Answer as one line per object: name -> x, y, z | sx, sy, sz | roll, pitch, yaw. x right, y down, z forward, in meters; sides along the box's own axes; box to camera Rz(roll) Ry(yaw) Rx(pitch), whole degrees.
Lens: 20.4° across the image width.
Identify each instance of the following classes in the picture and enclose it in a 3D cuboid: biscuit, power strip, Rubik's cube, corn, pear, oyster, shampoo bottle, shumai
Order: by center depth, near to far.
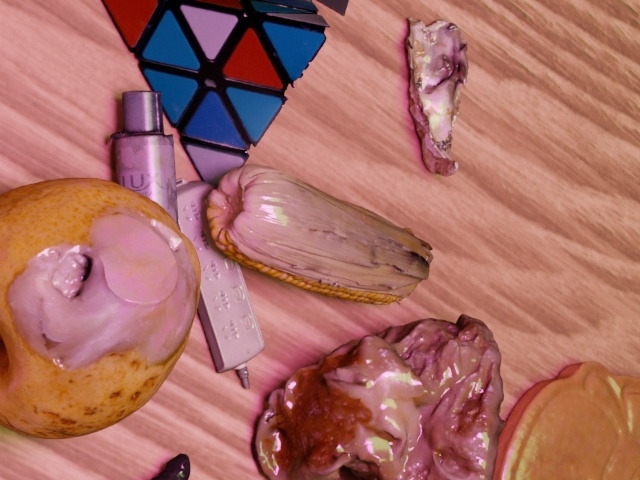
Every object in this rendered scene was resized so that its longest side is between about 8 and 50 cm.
pear -> -0.246, 0.063, 1.771 | 0.271, 0.271, 0.271 | 3, 86, -38
shampoo bottle -> -0.188, -0.054, 1.919 | 0.072, 0.072, 0.214 | -3, 89, -38
Rubik's cube -> -0.132, -0.160, 1.968 | 0.250, 0.284, 0.234 | 5, 107, -13
power strip -> -0.117, 0.051, 1.992 | 0.060, 0.027, 0.253 | -25, 102, -36
corn -> 0.003, -0.004, 2.014 | 0.305, 0.123, 0.122 | 19, 69, -46
shumai -> 0.062, 0.201, 2.056 | 0.262, 0.267, 0.314 | 15, 46, -7
oyster -> 0.135, -0.185, 2.199 | 0.106, 0.061, 0.200 | 19, 72, -17
biscuit -> 0.361, 0.322, 2.331 | 0.351, 0.057, 0.312 | 20, 76, -35

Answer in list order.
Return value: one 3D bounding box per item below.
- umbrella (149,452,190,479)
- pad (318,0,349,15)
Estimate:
umbrella -> -0.226, 0.299, 1.868 | 0.248, 0.071, 0.071 | -27, 104, -35
pad -> -0.039, -0.388, 2.095 | 0.243, 0.004, 0.164 | 26, 72, -33
